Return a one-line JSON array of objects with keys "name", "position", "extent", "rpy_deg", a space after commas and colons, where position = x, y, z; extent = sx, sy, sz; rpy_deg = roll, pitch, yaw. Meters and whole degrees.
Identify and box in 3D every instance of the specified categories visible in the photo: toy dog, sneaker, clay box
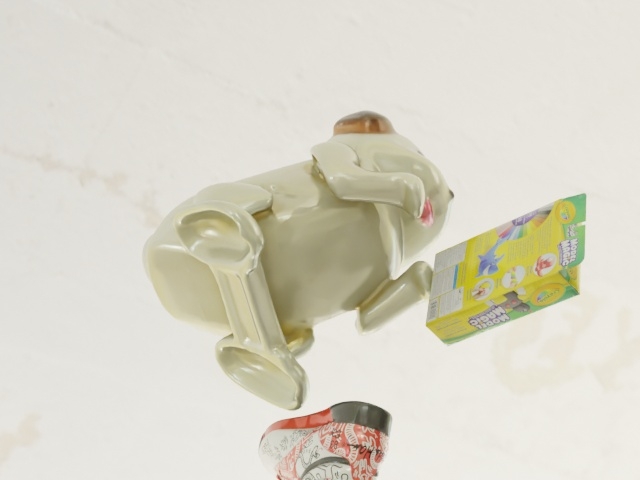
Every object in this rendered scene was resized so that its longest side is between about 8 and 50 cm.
[{"name": "toy dog", "position": [0.000, 0.000, 1.815], "extent": [0.408, 0.395, 0.284], "rpy_deg": [-30, -74, -32]}, {"name": "sneaker", "position": [-0.014, 0.288, 1.615], "extent": [0.090, 0.145, 0.270], "rpy_deg": [26, -30, -20]}, {"name": "clay box", "position": [0.235, 0.035, 1.647], "extent": [0.222, 0.127, 0.053], "rpy_deg": [-24, -54, 32]}]
